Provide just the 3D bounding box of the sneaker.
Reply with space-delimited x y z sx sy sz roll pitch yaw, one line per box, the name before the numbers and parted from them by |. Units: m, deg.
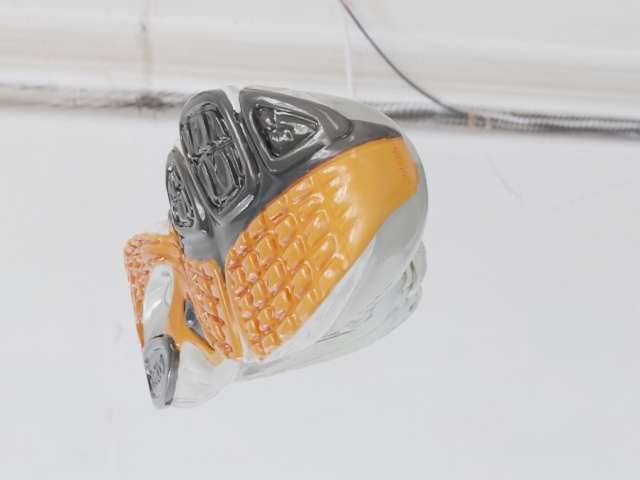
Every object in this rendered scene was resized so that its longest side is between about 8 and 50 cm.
sneaker | 0.000 0.000 0.510 0.121 0.262 0.099 -11 -99 -21
